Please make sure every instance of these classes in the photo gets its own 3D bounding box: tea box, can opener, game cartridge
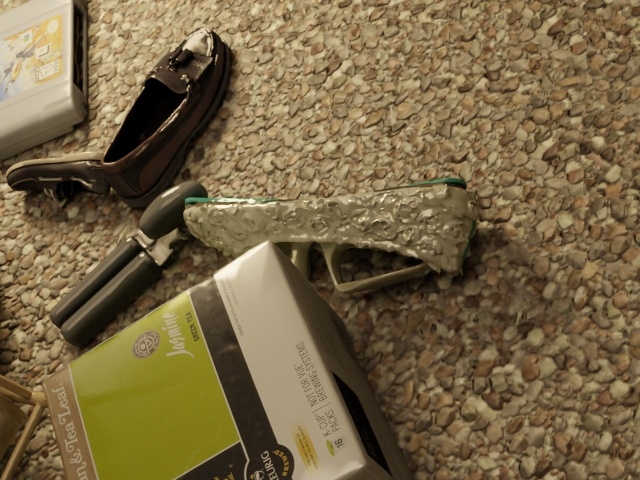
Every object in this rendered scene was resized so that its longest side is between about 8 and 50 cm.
[{"bbox_3d":[-0.095,0.242,1.521,0.324,0.220,0.329,-30,49,7],"label":"tea box"},{"bbox_3d":[-0.260,0.022,1.858,0.280,0.093,0.074,-46,49,1],"label":"can opener"},{"bbox_3d":[-0.468,-0.273,2.198,0.198,0.062,0.297,-18,52,13],"label":"game cartridge"}]

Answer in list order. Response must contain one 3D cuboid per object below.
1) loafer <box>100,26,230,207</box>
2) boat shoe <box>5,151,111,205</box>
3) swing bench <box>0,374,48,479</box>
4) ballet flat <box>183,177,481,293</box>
[{"bbox_3d":[-0.222,-0.194,1.973,0.109,0.095,0.302,8,64,33],"label":"loafer"},{"bbox_3d":[-0.386,-0.085,2.008,0.206,0.075,0.064,-7,79,33],"label":"boat shoe"},{"bbox_3d":[-0.506,0.281,1.758,0.255,0.165,0.253,-10,51,56],"label":"swing bench"},{"bbox_3d":[0.000,0.000,1.699,0.409,0.147,0.147,-3,58,28],"label":"ballet flat"}]
